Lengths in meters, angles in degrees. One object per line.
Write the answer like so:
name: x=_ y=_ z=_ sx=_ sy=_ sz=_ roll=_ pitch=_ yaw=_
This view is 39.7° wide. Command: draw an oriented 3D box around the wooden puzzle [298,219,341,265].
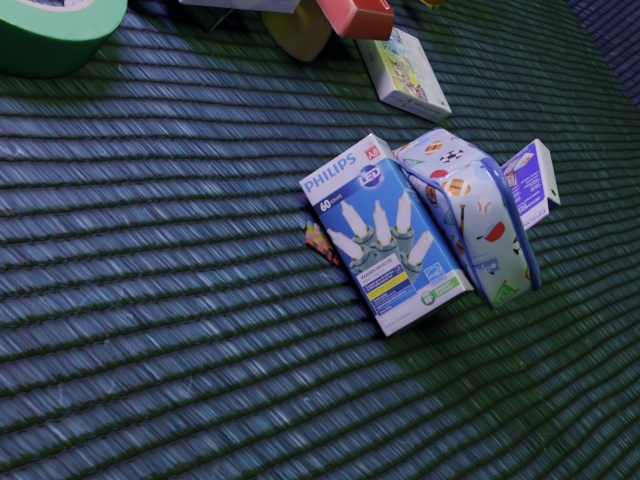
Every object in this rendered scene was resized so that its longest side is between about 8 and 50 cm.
wooden puzzle: x=0.000 y=0.000 z=1.280 sx=0.083 sy=0.006 sz=0.049 roll=35 pitch=36 yaw=-25

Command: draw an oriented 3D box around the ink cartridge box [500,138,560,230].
ink cartridge box: x=0.322 y=-0.047 z=1.546 sx=0.045 sy=0.206 sz=0.208 roll=34 pitch=38 yaw=-21

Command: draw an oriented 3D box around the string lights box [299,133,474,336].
string lights box: x=0.094 y=-0.007 z=1.275 sx=0.259 sy=0.133 sz=0.077 roll=60 pitch=16 yaw=12

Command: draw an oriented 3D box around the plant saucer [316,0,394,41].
plant saucer: x=0.030 y=-0.472 z=1.554 sx=0.258 sy=0.048 sz=0.259 roll=58 pitch=26 yaw=4

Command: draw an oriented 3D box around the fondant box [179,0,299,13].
fondant box: x=-0.187 y=-0.502 z=1.379 sx=0.238 sy=0.096 sz=0.330 roll=-11 pitch=60 yaw=-48

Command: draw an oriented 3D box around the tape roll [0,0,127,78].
tape roll: x=-0.387 y=-0.345 z=1.061 sx=0.321 sy=0.077 sz=0.321 roll=32 pitch=38 yaw=-29

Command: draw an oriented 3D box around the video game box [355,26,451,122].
video game box: x=0.160 y=-0.344 z=1.774 sx=0.187 sy=0.048 sz=0.205 roll=14 pitch=48 yaw=-47

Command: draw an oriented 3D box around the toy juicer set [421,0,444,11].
toy juicer set: x=0.140 y=-0.607 z=1.940 sx=0.329 sy=0.089 sz=0.209 roll=36 pitch=17 yaw=-10

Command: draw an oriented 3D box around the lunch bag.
lunch bag: x=0.221 y=-0.036 z=1.365 sx=0.243 sy=0.115 sz=0.303 roll=63 pitch=-1 yaw=-23

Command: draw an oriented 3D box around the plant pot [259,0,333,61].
plant pot: x=-0.024 y=-0.394 z=1.544 sx=0.134 sy=0.095 sz=0.134 roll=33 pitch=37 yaw=-30

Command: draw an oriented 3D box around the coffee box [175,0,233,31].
coffee box: x=-0.176 y=-0.411 z=1.420 sx=0.113 sy=0.040 sz=0.184 roll=42 pitch=34 yaw=-13
